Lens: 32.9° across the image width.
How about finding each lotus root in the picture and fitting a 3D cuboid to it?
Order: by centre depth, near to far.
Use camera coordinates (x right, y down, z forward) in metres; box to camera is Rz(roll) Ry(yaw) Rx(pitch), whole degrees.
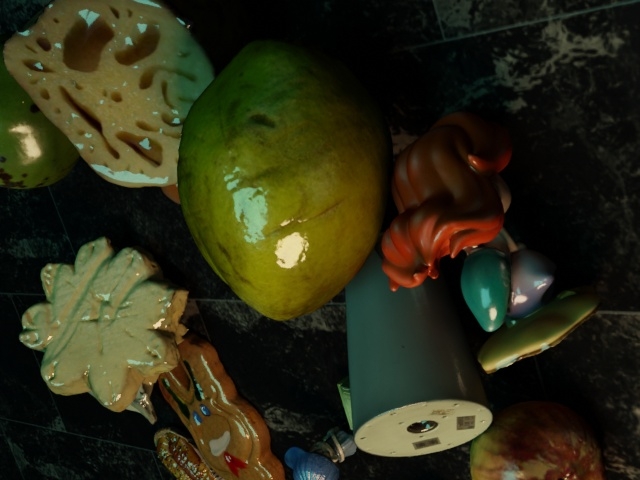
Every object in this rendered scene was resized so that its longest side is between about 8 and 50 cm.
[{"bbox_3d":[-0.193,-0.236,1.396,0.316,0.250,0.316,17,133,20],"label":"lotus root"}]

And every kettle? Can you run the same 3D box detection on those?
[{"bbox_3d":[0.105,0.130,1.315,0.211,0.159,0.243,76,-175,-57],"label":"kettle"}]

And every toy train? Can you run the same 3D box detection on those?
[{"bbox_3d":[0.060,0.237,1.561,0.056,0.038,0.093,3,115,49],"label":"toy train"}]

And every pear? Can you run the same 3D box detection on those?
[{"bbox_3d":[-0.039,-0.071,1.240,0.269,0.269,0.321,22,118,37],"label":"pear"}]

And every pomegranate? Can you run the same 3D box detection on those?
[{"bbox_3d":[-0.487,-0.200,1.699,0.254,0.270,0.254,168,90,-85],"label":"pomegranate"}]

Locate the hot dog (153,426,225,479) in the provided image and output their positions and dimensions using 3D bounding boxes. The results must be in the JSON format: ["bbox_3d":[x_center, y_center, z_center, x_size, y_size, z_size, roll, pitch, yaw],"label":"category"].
[{"bbox_3d":[-0.234,0.410,1.974,0.192,0.053,0.099,38,141,25],"label":"hot dog"}]

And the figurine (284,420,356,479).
[{"bbox_3d":[0.015,0.317,1.579,0.077,0.136,0.079,-42,72,50],"label":"figurine"}]

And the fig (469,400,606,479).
[{"bbox_3d":[0.230,0.271,1.315,0.230,0.160,0.143,-20,57,52],"label":"fig"}]

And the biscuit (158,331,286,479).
[{"bbox_3d":[-0.169,0.319,1.854,0.334,0.047,0.202,55,141,5],"label":"biscuit"}]

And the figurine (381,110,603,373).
[{"bbox_3d":[0.165,0.002,1.172,0.257,0.208,0.181,54,174,-3],"label":"figurine"}]

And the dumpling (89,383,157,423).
[{"bbox_3d":[-0.358,0.239,1.953,0.247,0.142,0.172,55,174,31],"label":"dumpling"}]

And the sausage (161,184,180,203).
[{"bbox_3d":[-0.236,-0.183,1.582,0.089,0.083,0.300,0,116,59],"label":"sausage"}]

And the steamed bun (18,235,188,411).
[{"bbox_3d":[-0.340,0.147,1.815,0.137,0.295,0.292,49,-160,-65],"label":"steamed bun"}]
